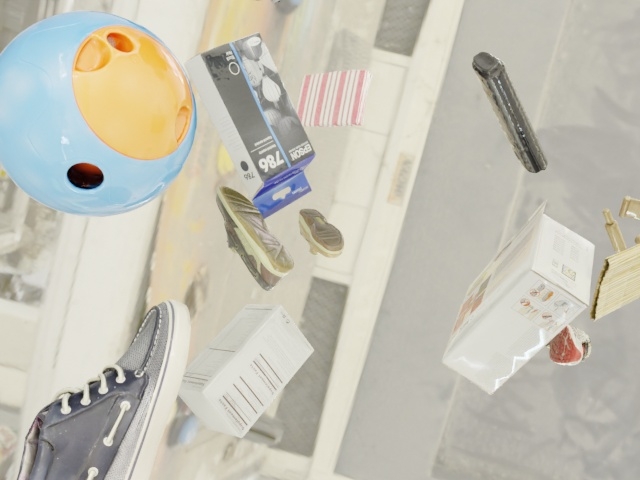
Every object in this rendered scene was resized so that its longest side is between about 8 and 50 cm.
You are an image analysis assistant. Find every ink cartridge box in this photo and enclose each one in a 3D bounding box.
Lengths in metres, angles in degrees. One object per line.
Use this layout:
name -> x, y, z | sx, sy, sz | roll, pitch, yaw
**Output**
ink cartridge box -> 0.406, 0.111, 1.528 | 0.309, 0.130, 0.272 | -57, 180, 40
ink cartridge box -> -0.116, -0.220, 1.446 | 0.165, 0.065, 0.332 | -36, 106, -41

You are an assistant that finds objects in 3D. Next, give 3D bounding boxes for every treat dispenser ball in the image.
treat dispenser ball -> -0.321, -0.177, 1.065 | 0.288, 0.288, 0.288 | 17, 90, -76

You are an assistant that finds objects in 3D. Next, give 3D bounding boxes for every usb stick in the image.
usb stick -> 0.340, -0.222, 1.337 | 0.045, 0.077, 0.278 | -35, 133, 7

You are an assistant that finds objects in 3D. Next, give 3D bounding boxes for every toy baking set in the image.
toy baking set -> 0.772, 0.003, 1.751 | 0.030, 0.197, 0.256 | -52, 128, -34

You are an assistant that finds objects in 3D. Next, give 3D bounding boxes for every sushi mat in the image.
sushi mat -> 0.694, 0.061, 1.604 | 0.317, 0.019, 0.151 | -18, 127, -29

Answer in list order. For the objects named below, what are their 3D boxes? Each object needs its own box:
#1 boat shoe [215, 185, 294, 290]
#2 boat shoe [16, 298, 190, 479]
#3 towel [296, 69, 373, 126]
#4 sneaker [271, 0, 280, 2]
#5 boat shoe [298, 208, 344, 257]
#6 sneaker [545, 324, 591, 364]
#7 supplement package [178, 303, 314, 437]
boat shoe -> -0.129, -0.005, 1.294 | 0.080, 0.223, 0.073 | 12, 122, -51
boat shoe -> -0.297, 0.220, 1.039 | 0.127, 0.158, 0.340 | -28, -136, 51
towel -> 0.028, -0.341, 1.830 | 0.029, 0.197, 0.144 | 31, 67, -54
sneaker -> -0.099, -0.437, 1.112 | 0.268, 0.101, 0.153 | -124, -136, -67
boat shoe -> 0.000, 0.000, 1.578 | 0.190, 0.068, 0.072 | -122, -141, -60
sneaker -> 0.567, 0.230, 1.682 | 0.225, 0.093, 0.088 | -27, 135, -75
supplement package -> -0.157, 0.261, 1.538 | 0.244, 0.139, 0.134 | -47, 115, -30
